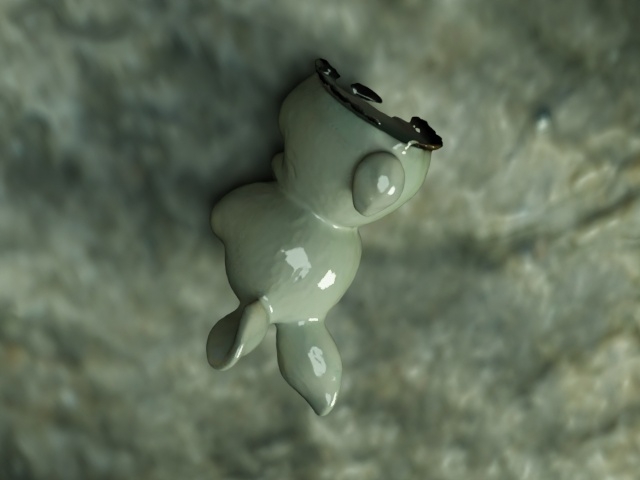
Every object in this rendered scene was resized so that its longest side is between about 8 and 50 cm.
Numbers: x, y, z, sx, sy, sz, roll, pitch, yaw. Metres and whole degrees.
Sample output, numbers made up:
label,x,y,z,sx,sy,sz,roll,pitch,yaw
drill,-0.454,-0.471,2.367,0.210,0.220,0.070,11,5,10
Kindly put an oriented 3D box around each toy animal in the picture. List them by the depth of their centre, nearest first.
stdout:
label,x,y,z,sx,sy,sz,roll,pitch,yaw
toy animal,-0.003,-0.003,0.565,0.071,0.085,0.124,24,107,-39
